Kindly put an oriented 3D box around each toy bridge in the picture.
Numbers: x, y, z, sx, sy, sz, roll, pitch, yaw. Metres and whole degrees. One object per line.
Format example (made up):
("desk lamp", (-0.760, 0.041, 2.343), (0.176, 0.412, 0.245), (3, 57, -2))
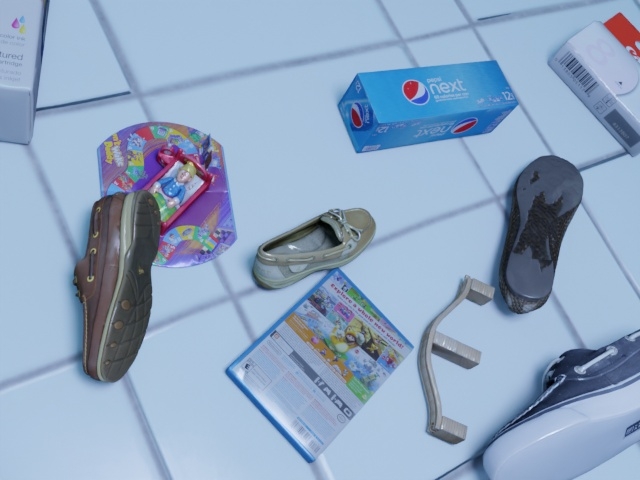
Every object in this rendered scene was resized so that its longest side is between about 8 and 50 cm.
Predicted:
("toy bridge", (0.140, 0.116, 0.760), (0.063, 0.026, 0.188), (25, 58, -9))

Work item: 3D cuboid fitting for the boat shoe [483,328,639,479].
("boat shoe", (0.286, 0.165, 0.760), (0.301, 0.108, 0.102), (-21, 42, -17))

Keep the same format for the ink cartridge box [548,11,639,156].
("ink cartridge box", (0.471, -0.254, 1.063), (0.232, 0.066, 0.189), (-37, 83, -28))

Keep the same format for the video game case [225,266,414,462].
("video game case", (0.004, 0.118, 0.710), (0.119, 0.015, 0.166), (46, 58, 4))

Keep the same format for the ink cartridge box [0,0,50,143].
("ink cartridge box", (-0.345, -0.213, 0.680), (0.154, 0.093, 0.213), (6, 62, -19))

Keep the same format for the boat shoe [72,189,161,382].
("boat shoe", (-0.190, 0.039, 0.647), (0.060, 0.064, 0.178), (-1, 70, 14))

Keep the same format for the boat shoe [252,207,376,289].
("boat shoe", (-0.002, -0.001, 0.739), (0.153, 0.048, 0.056), (-22, 57, -27))

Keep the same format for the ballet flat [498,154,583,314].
("ballet flat", (0.263, -0.010, 0.862), (0.084, 0.058, 0.250), (17, 52, 11))

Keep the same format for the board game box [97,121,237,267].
("board game box", (-0.151, -0.056, 0.719), (0.133, 0.033, 0.169), (-1, 66, -23))

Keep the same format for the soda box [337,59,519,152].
("soda box", (0.133, -0.165, 0.870), (0.210, 0.067, 0.071), (-12, 70, -27))
